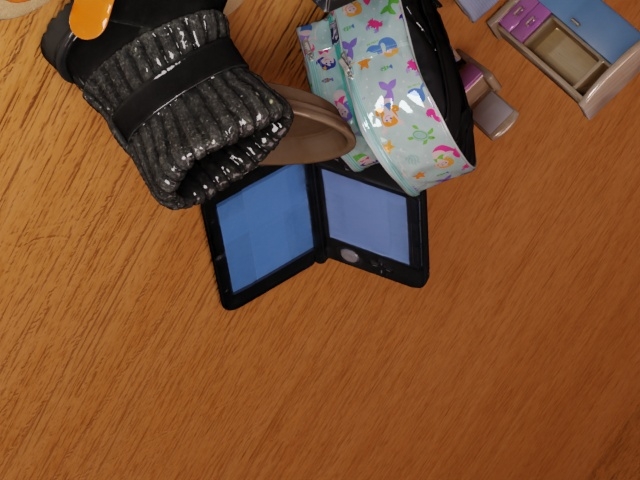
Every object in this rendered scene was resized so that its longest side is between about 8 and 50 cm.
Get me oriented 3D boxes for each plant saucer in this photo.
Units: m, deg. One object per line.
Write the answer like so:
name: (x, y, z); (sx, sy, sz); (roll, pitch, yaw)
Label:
plant saucer: (-0.096, -0.138, 2.150); (0.278, 0.278, 0.041); (26, 67, -60)

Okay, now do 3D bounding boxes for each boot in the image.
boot: (-0.107, -0.224, 1.957); (0.348, 0.260, 0.131); (-48, 151, 7)

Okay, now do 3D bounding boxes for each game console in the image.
game console: (0.000, 0.000, 2.499); (0.173, 0.250, 0.293); (-61, 160, -28)

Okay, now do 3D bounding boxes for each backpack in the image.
backpack: (0.090, -0.182, 2.279); (0.191, 0.253, 0.225); (-27, 154, 10)

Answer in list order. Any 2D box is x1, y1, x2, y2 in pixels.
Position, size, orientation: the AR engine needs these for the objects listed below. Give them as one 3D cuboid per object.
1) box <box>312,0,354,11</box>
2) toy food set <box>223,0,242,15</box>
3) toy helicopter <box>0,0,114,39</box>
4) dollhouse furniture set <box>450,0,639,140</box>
box: (0.034, -0.354, 2.086); (0.180, 0.147, 0.077); (-28, 148, -28)
toy food set: (-0.114, -0.287, 2.116); (0.083, 0.020, 0.082); (-53, 150, 17)
toy helicopter: (-0.203, -0.343, 1.813); (0.355, 0.140, 0.235); (-42, 155, -7)
dollhouse furniture set: (0.265, -0.287, 2.415); (0.286, 0.198, 0.303); (-45, 151, 1)
